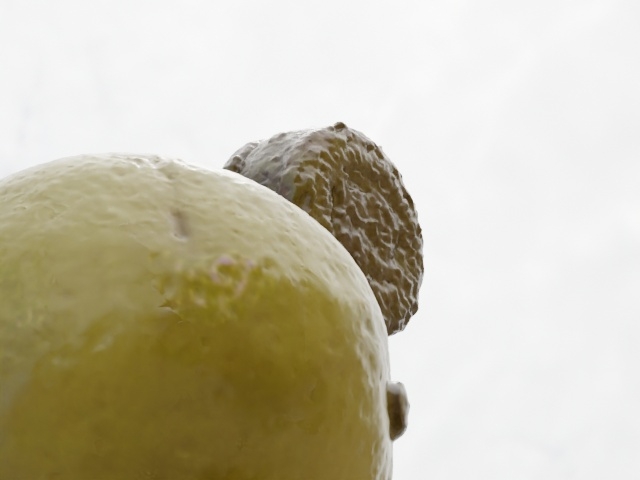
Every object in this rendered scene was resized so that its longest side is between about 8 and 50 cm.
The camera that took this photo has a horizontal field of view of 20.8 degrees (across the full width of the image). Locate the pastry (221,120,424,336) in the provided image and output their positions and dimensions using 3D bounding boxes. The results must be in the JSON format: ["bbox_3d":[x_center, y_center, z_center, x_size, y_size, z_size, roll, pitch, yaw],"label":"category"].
[{"bbox_3d":[0.000,0.000,1.412,0.103,0.188,0.189,-18,-20,36],"label":"pastry"}]

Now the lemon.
[{"bbox_3d":[-0.115,0.103,1.118,0.348,0.348,0.348,-27,-42,-26],"label":"lemon"}]
